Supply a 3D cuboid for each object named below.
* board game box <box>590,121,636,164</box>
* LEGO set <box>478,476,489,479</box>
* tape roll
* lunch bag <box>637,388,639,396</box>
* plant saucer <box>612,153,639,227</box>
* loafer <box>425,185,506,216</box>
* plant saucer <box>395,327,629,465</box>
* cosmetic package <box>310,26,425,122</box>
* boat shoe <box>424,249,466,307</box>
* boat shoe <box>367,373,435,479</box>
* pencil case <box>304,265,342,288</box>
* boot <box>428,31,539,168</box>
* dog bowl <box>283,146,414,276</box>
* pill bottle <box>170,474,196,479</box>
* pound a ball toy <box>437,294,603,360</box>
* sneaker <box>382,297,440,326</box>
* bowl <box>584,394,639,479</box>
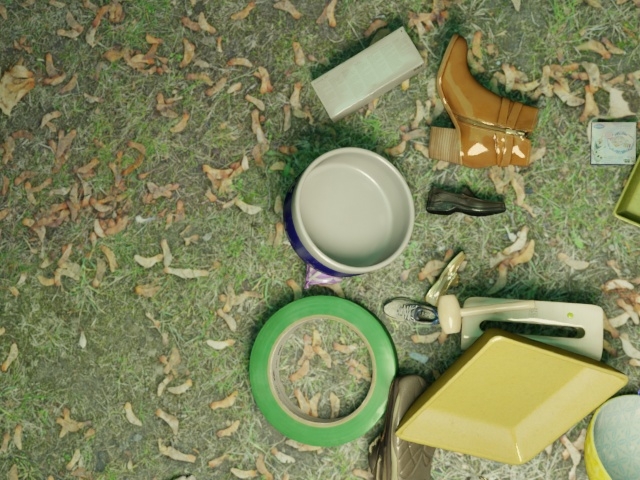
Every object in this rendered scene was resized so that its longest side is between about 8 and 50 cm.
[{"bbox_3d":[0.618,-0.204,1.690,0.090,0.020,0.090,2,86,12],"label":"board game box"},{"bbox_3d":[0.337,0.540,1.684,0.054,0.023,0.083,36,79,10],"label":"LEGO set"},{"bbox_3d":[0.008,0.280,1.740,0.321,0.077,0.321,-1,86,11],"label":"tape roll"},{"bbox_3d":[0.715,0.317,1.538,0.129,0.151,0.096,-4,125,-20],"label":"lunch bag"},{"bbox_3d":[0.725,-0.096,1.647,0.188,0.045,0.188,25,90,13],"label":"plant saucer"},{"bbox_3d":[0.314,-0.086,1.721,0.170,0.062,0.061,4,81,10],"label":"loafer"},{"bbox_3d":[0.358,0.293,1.547,0.333,0.081,0.332,19,129,-24],"label":"plant saucer"},{"bbox_3d":[0.106,-0.367,1.784,0.239,0.060,0.099,-30,82,7],"label":"cosmetic package"},{"bbox_3d":[0.277,0.084,1.721,0.045,0.050,0.135,36,103,9],"label":"boat shoe"},{"bbox_3d":[0.155,0.448,1.653,0.130,0.132,0.355,5,94,48],"label":"boat shoe"},{"bbox_3d":[0.000,0.000,1.759,0.088,0.086,0.206,-3,82,-26],"label":"pencil case"},{"bbox_3d":[0.354,-0.294,1.703,0.220,0.109,0.283,7,89,13],"label":"boot"},{"bbox_3d":[0.058,-0.056,1.686,0.265,0.104,0.265,4,78,-19],"label":"dog bowl"},{"bbox_3d":[-0.321,0.556,1.797,0.083,0.043,0.043,-24,81,9],"label":"pill bottle"},{"bbox_3d":[0.397,0.185,1.605,0.319,0.208,0.135,3,85,11],"label":"pound a ball toy"},{"bbox_3d":[0.200,0.153,1.722,0.135,0.058,0.052,8,87,12],"label":"sneaker"},{"bbox_3d":[0.627,0.459,1.546,0.289,0.289,0.156,29,134,12],"label":"bowl"}]
